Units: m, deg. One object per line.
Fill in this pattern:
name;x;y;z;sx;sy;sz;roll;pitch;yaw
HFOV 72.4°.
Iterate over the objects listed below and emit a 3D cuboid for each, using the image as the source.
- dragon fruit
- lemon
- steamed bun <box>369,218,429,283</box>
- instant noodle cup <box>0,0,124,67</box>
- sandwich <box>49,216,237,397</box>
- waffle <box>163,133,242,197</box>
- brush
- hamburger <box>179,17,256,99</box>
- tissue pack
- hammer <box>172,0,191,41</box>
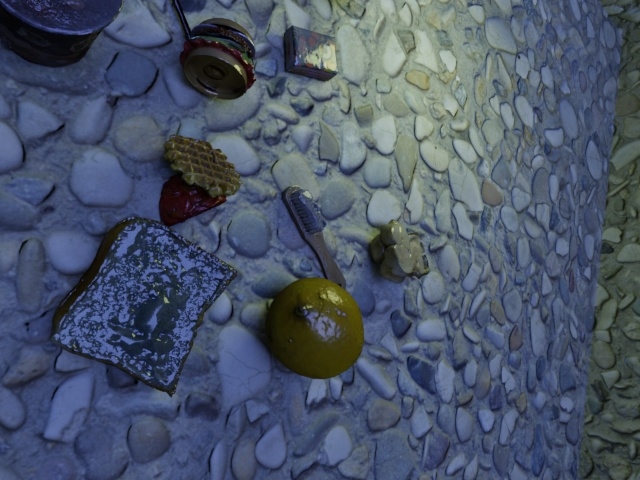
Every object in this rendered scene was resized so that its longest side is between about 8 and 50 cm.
dragon fruit;-0.284;-0.107;0.966;0.162;0.083;0.106;-28;99;-30
lemon;-0.007;0.214;1.044;0.228;0.228;0.253;-51;120;-27
steamed bun;0.227;0.035;1.307;0.177;0.106;0.192;-7;77;-49
instant noodle cup;-0.481;-0.427;0.770;0.218;0.207;0.217;2;86;-36
sandwich;-0.349;0.120;0.887;0.271;0.099;0.301;35;68;-28
waffle;-0.253;-0.163;0.955;0.191;0.038;0.191;37;27;-23
brush;0.000;0.000;1.171;0.070;0.065;0.327;-35;108;-35
hamburger;-0.224;-0.417;0.983;0.175;0.175;0.136;19;68;-33
tissue pack;-0.025;-0.509;1.194;0.148;0.060;0.108;-2;86;-37
hammer;-0.315;-0.515;1.010;0.065;0.021;0.178;-27;102;-35
